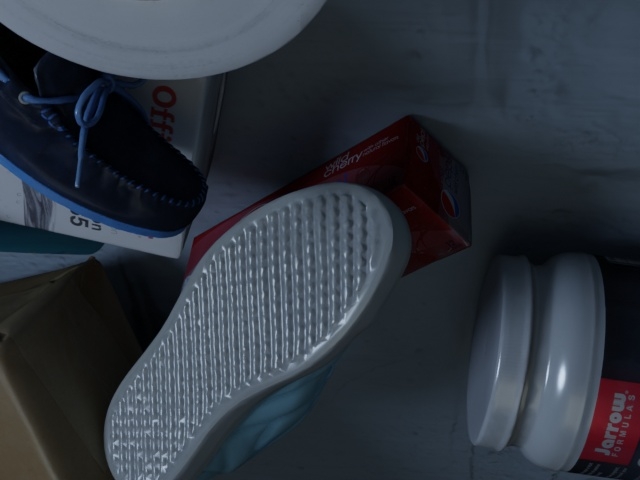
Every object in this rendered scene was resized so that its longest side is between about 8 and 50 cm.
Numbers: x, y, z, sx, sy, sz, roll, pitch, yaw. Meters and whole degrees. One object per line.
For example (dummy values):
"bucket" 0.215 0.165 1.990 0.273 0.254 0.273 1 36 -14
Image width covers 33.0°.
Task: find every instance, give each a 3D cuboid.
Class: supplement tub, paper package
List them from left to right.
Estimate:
"paper package" -0.300 0.210 1.059 0.309 0.168 0.325 -11 110 33
"supplement tub" 0.275 0.113 0.934 0.272 0.191 0.191 8 139 1

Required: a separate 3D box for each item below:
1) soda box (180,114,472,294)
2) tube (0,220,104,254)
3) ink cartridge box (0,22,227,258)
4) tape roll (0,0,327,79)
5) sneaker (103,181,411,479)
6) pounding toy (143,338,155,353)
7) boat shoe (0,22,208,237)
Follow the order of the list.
"soda box" 0.000 0.000 0.936 0.263 0.083 0.092 -27 128 33
"tube" -0.266 -0.013 0.904 0.080 0.052 0.207 17 -171 31
"ink cartridge box" -0.219 -0.118 0.816 0.283 0.117 0.207 12 137 -3
"tape roll" -0.092 -0.237 0.612 0.246 0.169 0.246 3 135 3
"sneaker" -0.037 0.079 0.904 0.366 0.135 0.150 -43 157 32
"pounding toy" -0.178 0.176 1.177 0.154 0.155 0.269 40 126 7
"boat shoe" -0.174 -0.096 0.672 0.258 0.109 0.089 33 117 -19
